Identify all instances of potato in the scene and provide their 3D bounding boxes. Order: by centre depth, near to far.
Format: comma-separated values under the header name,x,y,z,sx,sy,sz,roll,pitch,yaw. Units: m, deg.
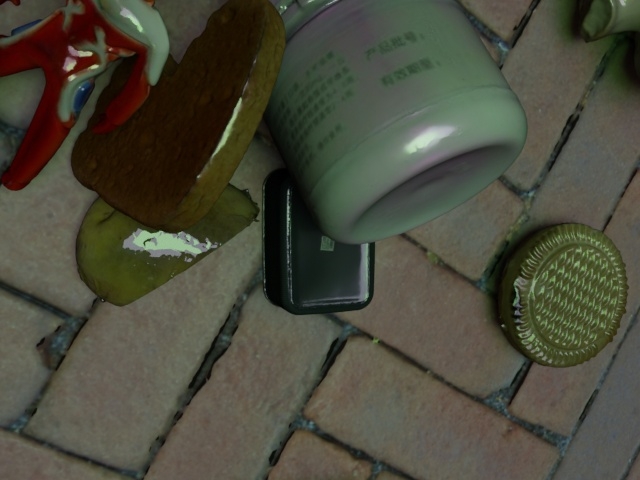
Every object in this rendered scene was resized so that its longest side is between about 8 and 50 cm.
name,x,y,z,sx,sy,sz,roll,pitch,yaw
potato,-0.199,-0.024,0.753,0.243,0.098,0.138,-37,105,-13

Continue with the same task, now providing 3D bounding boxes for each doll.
name,x,y,z,sx,sy,sz,roll,pitch,yaw
doll,-0.248,-0.217,0.634,0.384,0.099,0.188,-31,104,19

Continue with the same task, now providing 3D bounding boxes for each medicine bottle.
name,x,y,z,sx,sy,sz,roll,pitch,yaw
medicine bottle,0.052,-0.184,0.691,0.256,0.256,0.324,-22,73,-16

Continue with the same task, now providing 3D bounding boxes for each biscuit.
name,x,y,z,sx,sy,sz,roll,pitch,yaw
biscuit,-0.161,-0.148,0.667,0.052,0.277,0.262,24,90,-48
biscuit,0.398,0.091,0.983,0.259,0.079,0.258,-3,98,-19

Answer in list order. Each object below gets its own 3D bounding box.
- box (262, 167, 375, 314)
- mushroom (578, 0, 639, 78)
name,x,y,z,sx,sy,sz,roll,pitch,yaw
box,0.000,0.000,0.828,0.145,0.090,0.200,-1,97,-20
mushroom,0.541,-0.370,0.888,0.290,0.297,0.297,13,93,4
